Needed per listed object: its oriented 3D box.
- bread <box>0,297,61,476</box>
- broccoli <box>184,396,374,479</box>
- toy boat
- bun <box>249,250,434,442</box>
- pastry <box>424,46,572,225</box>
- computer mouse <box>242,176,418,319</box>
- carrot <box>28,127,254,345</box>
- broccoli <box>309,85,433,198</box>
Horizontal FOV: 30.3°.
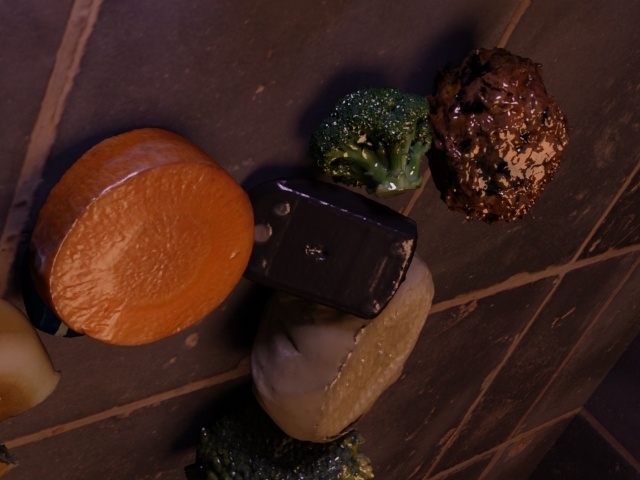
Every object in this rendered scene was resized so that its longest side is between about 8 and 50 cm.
[{"bbox_3d":[-0.471,0.190,1.384,0.333,0.160,0.333,-32,149,-22],"label":"bread"},{"bbox_3d":[-0.064,0.413,2.063,0.277,0.338,0.317,-42,165,-22],"label":"broccoli"},{"bbox_3d":[-0.261,-0.001,1.500,0.291,0.070,0.210,-44,153,-18],"label":"toy boat"},{"bbox_3d":[0.018,0.148,1.927,0.359,0.211,0.360,-43,156,-25],"label":"bun"},{"bbox_3d":[0.234,-0.151,1.742,0.192,0.275,0.275,-23,147,-29],"label":"pastry"},{"bbox_3d":[0.000,0.000,1.712,0.100,0.269,0.170,-87,-159,-62],"label":"computer mouse"},{"bbox_3d":[-0.218,-0.001,1.437,0.307,0.100,0.258,-12,118,-44],"label":"carrot"},{"bbox_3d":[0.072,-0.135,1.659,0.195,0.156,0.195,-14,175,-1],"label":"broccoli"}]
